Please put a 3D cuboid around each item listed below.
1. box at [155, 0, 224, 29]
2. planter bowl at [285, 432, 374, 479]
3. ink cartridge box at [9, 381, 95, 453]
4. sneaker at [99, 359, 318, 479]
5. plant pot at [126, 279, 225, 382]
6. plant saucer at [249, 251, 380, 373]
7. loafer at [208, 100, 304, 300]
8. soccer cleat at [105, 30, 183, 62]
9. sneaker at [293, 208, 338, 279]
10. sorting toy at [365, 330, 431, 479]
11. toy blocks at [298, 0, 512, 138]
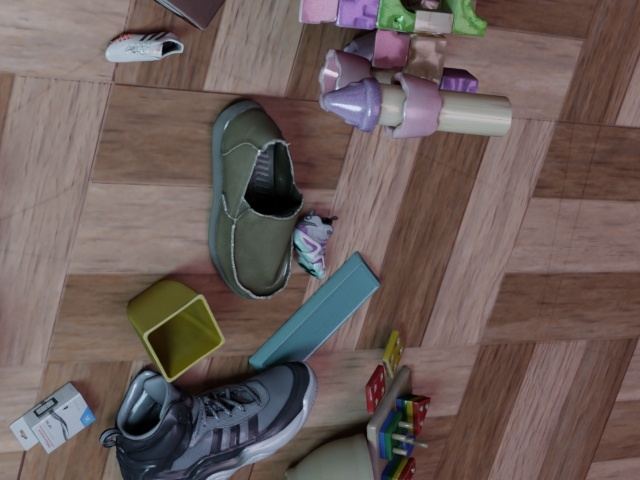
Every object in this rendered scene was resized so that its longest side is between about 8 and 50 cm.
[{"bbox_3d":[-0.145,-0.339,1.402,0.168,0.167,0.203,33,93,-44],"label":"box"},{"bbox_3d":[0.013,0.336,1.947,0.109,0.162,0.162,-7,123,-5],"label":"planter bowl"},{"bbox_3d":[-0.301,0.205,1.700,0.083,0.028,0.048,-36,132,-15],"label":"ink cartridge box"},{"bbox_3d":[-0.130,0.200,1.772,0.269,0.101,0.153,-33,133,-11],"label":"sneaker"},{"bbox_3d":[-0.171,0.091,1.694,0.081,0.083,0.081,-35,132,-15],"label":"plant pot"},{"bbox_3d":[-0.003,0.101,1.878,0.192,0.018,0.067,-44,133,-6],"label":"plant saucer"},{"bbox_3d":[-0.071,-0.030,1.697,0.094,0.087,0.251,-24,128,-25],"label":"loafer"},{"bbox_3d":[-0.180,-0.197,1.550,0.083,0.035,0.029,-14,123,-31],"label":"soccer cleat"},{"bbox_3d":[0.000,0.000,1.806,0.069,0.038,0.098,-51,148,-16],"label":"sneaker"},{"bbox_3d":[0.108,0.252,1.988,0.132,0.046,0.274,-53,146,-49],"label":"sorting toy"},{"bbox_3d":[0.046,-0.267,1.563,0.260,0.309,0.288,4,106,-16],"label":"toy blocks"}]
